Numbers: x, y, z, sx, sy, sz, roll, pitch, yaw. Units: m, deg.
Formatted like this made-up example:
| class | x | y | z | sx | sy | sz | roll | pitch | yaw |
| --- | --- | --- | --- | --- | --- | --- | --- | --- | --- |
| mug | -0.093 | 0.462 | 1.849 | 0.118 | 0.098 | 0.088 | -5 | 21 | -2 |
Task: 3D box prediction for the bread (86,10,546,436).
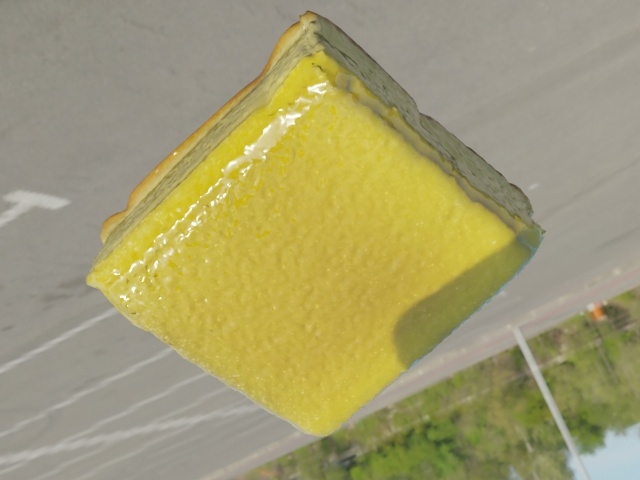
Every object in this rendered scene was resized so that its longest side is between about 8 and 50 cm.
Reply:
| class | x | y | z | sx | sy | sz | roll | pitch | yaw |
| --- | --- | --- | --- | --- | --- | --- | --- | --- | --- |
| bread | 0.000 | 0.000 | 0.936 | 0.333 | 0.143 | 0.323 | -42 | 118 | 16 |
